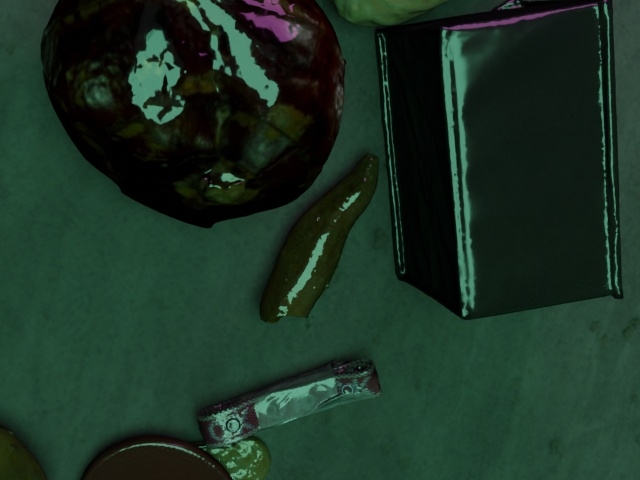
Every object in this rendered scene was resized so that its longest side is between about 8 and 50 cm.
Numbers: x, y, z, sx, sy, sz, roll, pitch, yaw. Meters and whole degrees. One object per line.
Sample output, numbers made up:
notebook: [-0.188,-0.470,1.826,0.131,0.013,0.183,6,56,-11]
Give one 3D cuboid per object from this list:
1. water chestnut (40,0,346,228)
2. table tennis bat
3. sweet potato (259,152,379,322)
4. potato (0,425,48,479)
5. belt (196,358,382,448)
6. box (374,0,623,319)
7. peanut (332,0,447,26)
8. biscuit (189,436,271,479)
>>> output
water chestnut: [-0.130,-0.205,1.366,0.335,0.335,0.347,20,65,-16]
table tennis bat: [-0.175,0.374,1.567,0.200,0.038,0.310,-36,110,5]
sweet potato: [0.000,0.000,1.537,0.077,0.077,0.244,32,83,-17]
potato: [-0.399,0.283,1.463,0.137,0.137,0.176,-41,128,-4]
belt: [-0.040,0.199,1.561,0.232,0.071,0.053,-17,96,-7]
box: [0.207,-0.103,1.472,0.204,0.251,0.345,-9,102,-12]
peanut: [0.149,-0.360,1.469,0.313,0.152,0.152,-27,105,-10]
biscuit: [-0.134,0.286,1.580,0.147,0.018,0.071,-6,104,-14]
